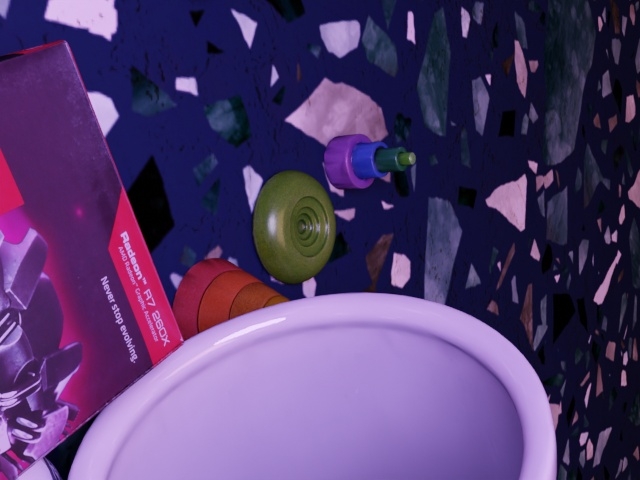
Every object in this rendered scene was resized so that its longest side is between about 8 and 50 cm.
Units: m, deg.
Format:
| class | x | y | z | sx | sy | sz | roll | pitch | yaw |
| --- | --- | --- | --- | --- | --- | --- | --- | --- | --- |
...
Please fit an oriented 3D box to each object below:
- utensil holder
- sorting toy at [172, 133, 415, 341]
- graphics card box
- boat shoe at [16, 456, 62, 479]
| class | x | y | z | sx | sy | sz | roll | pitch | yaw |
| --- | --- | --- | --- | --- | --- | --- | --- | --- | --- |
| utensil holder | 0.021 | 0.288 | 0.642 | 0.327 | 0.327 | 0.385 | -44 | 133 | -43 |
| sorting toy | 0.000 | 0.000 | 0.862 | 0.365 | 0.126 | 0.127 | -52 | 128 | -38 |
| graphics card box | -0.253 | 0.049 | 0.448 | 0.371 | 0.094 | 0.233 | -38 | 117 | -49 |
| boat shoe | -0.190 | 0.281 | 0.631 | 0.102 | 0.108 | 0.301 | -25 | 111 | -49 |
